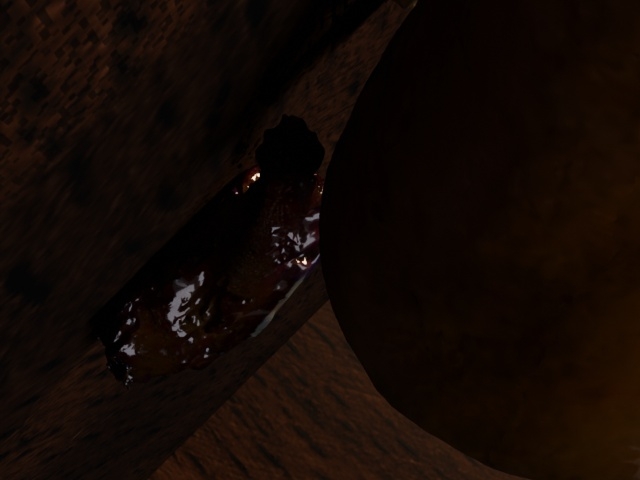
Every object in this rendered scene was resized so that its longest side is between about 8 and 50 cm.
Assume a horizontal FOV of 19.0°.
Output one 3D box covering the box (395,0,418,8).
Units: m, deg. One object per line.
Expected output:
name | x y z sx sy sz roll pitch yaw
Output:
box | 0.063 -0.121 0.687 0.093 0.015 0.058 -45 175 17

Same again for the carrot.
carrot | 0.102 -0.047 0.596 0.196 0.196 0.254 -44 165 -20

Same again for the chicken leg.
chicken leg | -0.038 0.006 0.794 0.093 0.053 0.205 -21 156 -45
